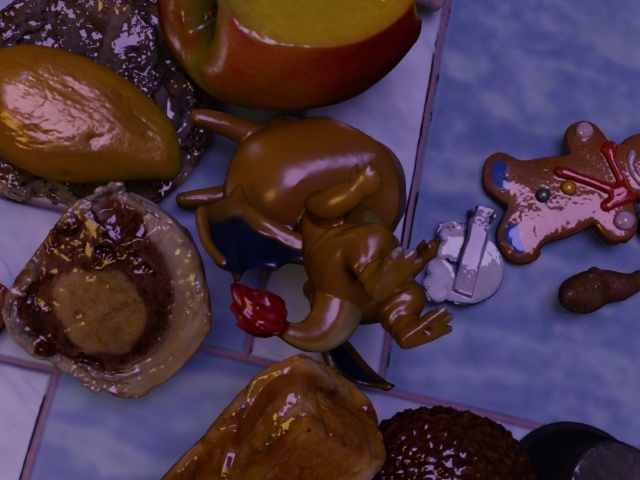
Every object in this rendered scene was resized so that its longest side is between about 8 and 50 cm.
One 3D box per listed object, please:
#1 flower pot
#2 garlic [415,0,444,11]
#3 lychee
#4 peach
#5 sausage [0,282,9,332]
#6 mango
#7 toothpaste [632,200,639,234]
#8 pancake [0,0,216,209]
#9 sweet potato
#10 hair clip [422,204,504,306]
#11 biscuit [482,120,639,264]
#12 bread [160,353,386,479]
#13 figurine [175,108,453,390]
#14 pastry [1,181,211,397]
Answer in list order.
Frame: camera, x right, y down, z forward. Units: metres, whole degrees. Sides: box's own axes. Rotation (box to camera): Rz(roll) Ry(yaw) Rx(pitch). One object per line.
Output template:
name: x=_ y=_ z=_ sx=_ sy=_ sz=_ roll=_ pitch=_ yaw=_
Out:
flower pot: x=0.377 y=0.353 z=1.411 sx=0.235 sy=0.148 sz=0.235 roll=4 pitch=70 yaw=-11
garlic: x=0.140 y=-0.444 z=1.653 sx=0.124 sy=0.099 sz=0.174 roll=1 pitch=70 yaw=-31
lychee: x=0.160 y=0.329 z=1.337 sx=0.271 sy=0.236 sz=0.235 roll=2 pitch=71 yaw=-26
peach: x=-0.025 y=-0.300 z=1.456 sx=0.380 sy=0.306 sz=0.242 roll=-25 pitch=86 yaw=-31
sausage: x=-0.467 y=0.131 z=1.355 sx=0.065 sy=0.065 sz=0.169 roll=35 pitch=70 yaw=1
mango: x=-0.332 y=-0.162 z=1.379 sx=0.317 sy=0.119 sz=0.176 roll=19 pitch=70 yaw=-10
toothpaste: x=0.559 y=0.031 z=1.609 sx=0.078 sy=0.047 sz=0.248 roll=-30 pitch=82 yaw=-24
pancake: x=-0.337 y=-0.201 z=1.486 sx=0.382 sy=0.071 sz=0.382 roll=3 pitch=75 yaw=-11
sweet potato: x=0.425 y=0.070 z=1.564 sx=0.226 sy=0.068 sz=0.068 roll=-10 pitch=74 yaw=-33
hair clip: x=0.220 y=0.030 z=1.538 sx=0.116 sy=0.049 sz=0.172 roll=18 pitch=72 yaw=-1
biscuit: x=0.413 y=-0.090 z=1.587 sx=0.324 sy=0.049 sz=0.205 roll=-11 pitch=74 yaw=-5
bread: x=-0.083 y=0.303 z=1.281 sx=0.195 sy=0.149 sz=0.344 roll=36 pitch=104 yaw=-27
figurine: x=-0.013 y=-0.022 z=1.350 sx=0.268 sy=0.401 sz=0.387 roll=-47 pitch=46 yaw=13
pastry: x=-0.263 y=0.062 z=1.355 sx=0.237 sy=0.170 sz=0.256 roll=36 pitch=99 yaw=-15
